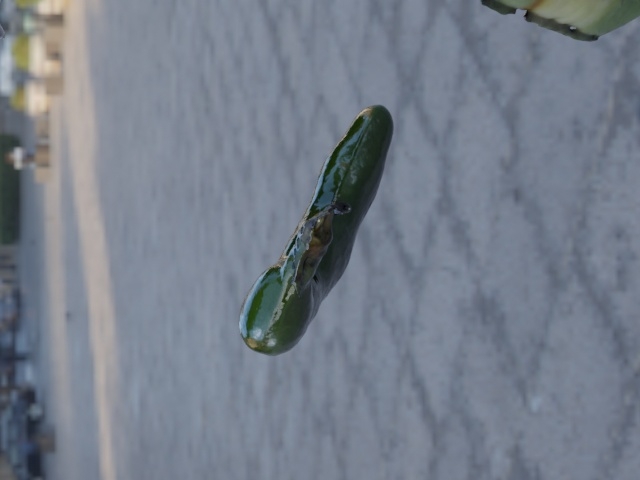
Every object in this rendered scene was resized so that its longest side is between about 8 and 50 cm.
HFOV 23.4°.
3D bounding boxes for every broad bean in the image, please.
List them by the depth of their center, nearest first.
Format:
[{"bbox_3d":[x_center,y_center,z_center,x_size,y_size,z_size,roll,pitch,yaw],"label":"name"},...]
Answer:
[{"bbox_3d":[0.000,0.000,1.012,0.144,0.049,0.292,-61,0,19],"label":"broad bean"}]

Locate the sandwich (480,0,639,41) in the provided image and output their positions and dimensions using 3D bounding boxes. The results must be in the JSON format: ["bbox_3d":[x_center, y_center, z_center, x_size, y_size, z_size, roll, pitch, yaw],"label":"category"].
[{"bbox_3d":[0.129,-0.231,0.622,0.198,0.155,0.227,-32,64,35],"label":"sandwich"}]

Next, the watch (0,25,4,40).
[{"bbox_3d":[-0.374,-0.163,1.220,0.217,0.248,0.210,-161,52,-71],"label":"watch"}]
